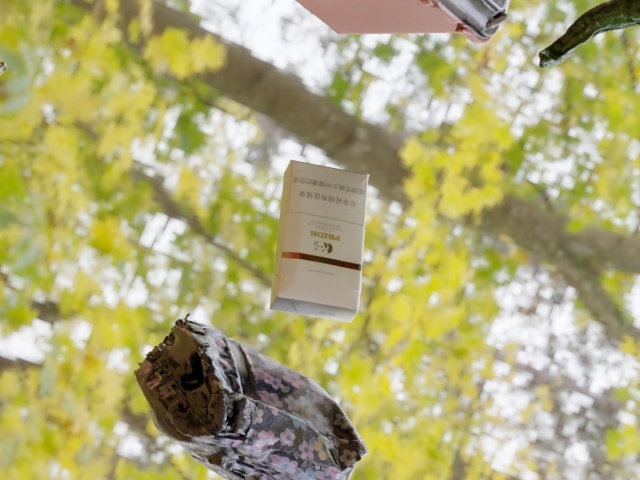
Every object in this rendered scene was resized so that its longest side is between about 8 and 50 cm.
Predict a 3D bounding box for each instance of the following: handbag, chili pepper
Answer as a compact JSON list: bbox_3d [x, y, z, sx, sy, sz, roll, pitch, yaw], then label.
[{"bbox_3d":[-0.077,0.167,1.531,0.126,0.208,0.229,-59,-153,4],"label":"handbag"},{"bbox_3d":[0.244,-0.191,1.393,0.118,0.035,0.055,-22,-162,14],"label":"chili pepper"}]

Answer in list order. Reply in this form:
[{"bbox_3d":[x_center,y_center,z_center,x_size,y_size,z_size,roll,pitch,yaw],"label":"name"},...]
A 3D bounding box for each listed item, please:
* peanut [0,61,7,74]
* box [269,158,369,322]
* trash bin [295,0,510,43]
[{"bbox_3d":[-0.432,-0.240,1.732,0.129,0.224,0.129,-34,175,-3],"label":"peanut"},{"bbox_3d":[0.000,0.000,1.556,0.040,0.084,0.154,123,-25,-61],"label":"box"},{"bbox_3d":[0.081,-0.313,1.730,0.239,0.184,0.161,0,-113,40],"label":"trash bin"}]
